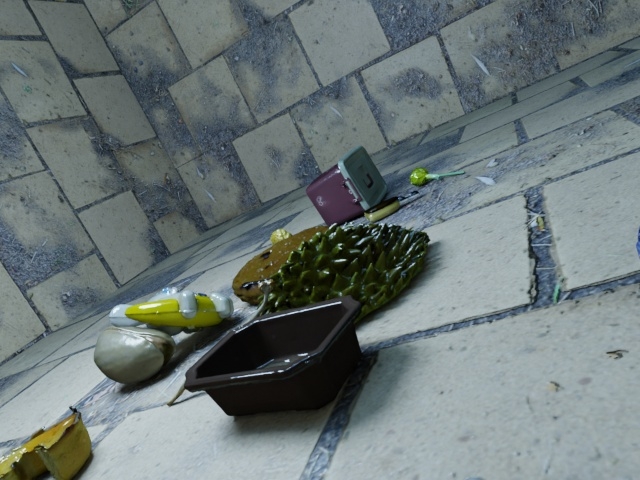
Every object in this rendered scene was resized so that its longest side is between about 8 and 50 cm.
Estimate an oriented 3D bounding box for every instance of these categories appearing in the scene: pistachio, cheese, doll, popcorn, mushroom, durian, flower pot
[{"bbox_3d":[-0.384,0.230,1.042,0.185,0.124,0.124,-15,15,23],"label":"pistachio"},{"bbox_3d":[0.204,-0.102,1.435,0.163,0.036,0.086,-27,8,-2],"label":"cheese"},{"bbox_3d":[-0.324,0.157,1.130,0.237,0.111,0.252,-2,-7,-34],"label":"doll"},{"bbox_3d":[-0.121,0.011,1.599,0.084,0.084,0.084,-25,11,5],"label":"popcorn"},{"bbox_3d":[-0.161,0.173,0.819,0.286,0.028,0.026,-51,-32,12],"label":"mushroom"},{"bbox_3d":[0.063,0.073,0.897,0.394,0.163,0.198,-29,-28,-32],"label":"durian"},{"bbox_3d":[-0.052,0.167,0.685,0.251,0.084,0.179,-17,14,35],"label":"flower pot"}]

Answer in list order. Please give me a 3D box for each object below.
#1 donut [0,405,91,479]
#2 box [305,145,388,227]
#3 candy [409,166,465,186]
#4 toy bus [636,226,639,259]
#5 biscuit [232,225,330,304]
[{"bbox_3d":[-0.435,0.342,0.790,0.181,0.078,0.146,-33,10,-1],"label":"donut"},{"bbox_3d":[0.088,-0.170,1.653,0.167,0.193,0.294,-30,9,27],"label":"box"},{"bbox_3d":[0.351,-0.197,1.529,0.058,0.062,0.194,21,-12,-38],"label":"candy"},{"bbox_3d":[0.448,-0.077,0.526,0.292,0.133,0.125,-32,13,-24],"label":"toy bus"},{"bbox_3d":[-0.080,0.061,1.242,0.296,0.075,0.296,-24,17,8],"label":"biscuit"}]
